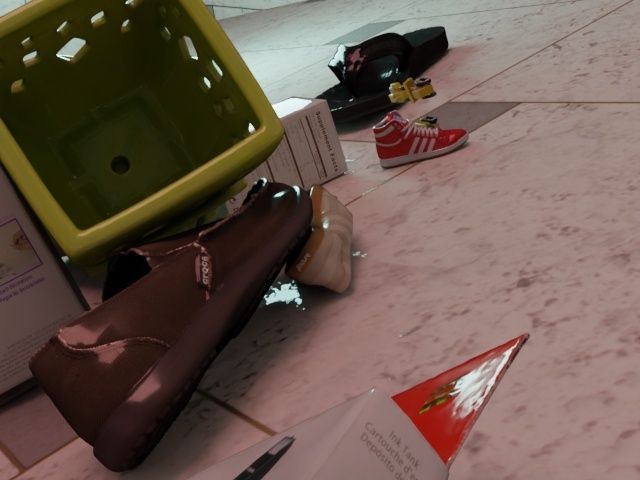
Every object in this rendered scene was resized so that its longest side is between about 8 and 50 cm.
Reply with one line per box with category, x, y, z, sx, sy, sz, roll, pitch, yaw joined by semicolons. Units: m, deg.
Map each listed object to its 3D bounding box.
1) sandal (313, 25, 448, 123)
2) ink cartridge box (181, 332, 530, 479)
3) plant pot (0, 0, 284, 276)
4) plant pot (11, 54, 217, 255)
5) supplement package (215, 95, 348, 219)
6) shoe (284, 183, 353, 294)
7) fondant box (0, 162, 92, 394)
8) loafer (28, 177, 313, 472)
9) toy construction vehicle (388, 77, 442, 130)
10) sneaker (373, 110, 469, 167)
sandal;0.090;-0.307;1.553;0.167;0.107;0.446;-8;24;28
ink cartridge box;-0.043;0.141;0.475;0.275;0.060;0.239;-35;7;42
plant pot;-0.195;-0.105;0.888;0.228;0.227;0.207;-32;-7;-16
plant pot;-0.269;-0.076;1.133;0.276;0.276;0.254;-33;37;-32
supplement package;-0.073;-0.109;1.206;0.179;0.105;0.105;-27;21;-21
shoe;0.000;0.000;0.951;0.076;0.058;0.219;-61;9;18
fondant box;-0.394;0.005;0.858;0.238;0.330;0.096;-28;19;-9
loafer;-0.117;0.031;0.793;0.134;0.130;0.366;-57;-1;34
toy construction vehicle;0.124;-0.177;1.232;0.035;0.086;0.098;-34;25;-19
sneaker;0.125;-0.138;1.158;0.118;0.067;0.042;-15;22;11
